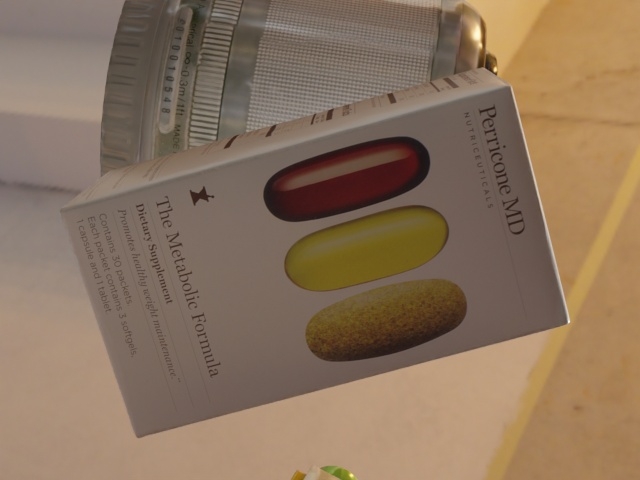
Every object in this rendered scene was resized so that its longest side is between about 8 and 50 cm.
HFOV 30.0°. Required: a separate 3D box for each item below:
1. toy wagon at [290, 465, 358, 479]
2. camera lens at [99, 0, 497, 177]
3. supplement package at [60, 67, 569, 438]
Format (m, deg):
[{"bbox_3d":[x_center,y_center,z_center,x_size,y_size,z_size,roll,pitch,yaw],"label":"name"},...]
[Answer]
[{"bbox_3d":[-0.062,0.386,1.179,0.068,0.344,0.267,26,-150,8],"label":"toy wagon"},{"bbox_3d":[-0.011,-0.094,0.923,0.274,0.219,0.219,9,-141,2],"label":"camera lens"},{"bbox_3d":[0.000,0.000,0.684,0.244,0.139,0.134,-16,-169,5],"label":"supplement package"}]
